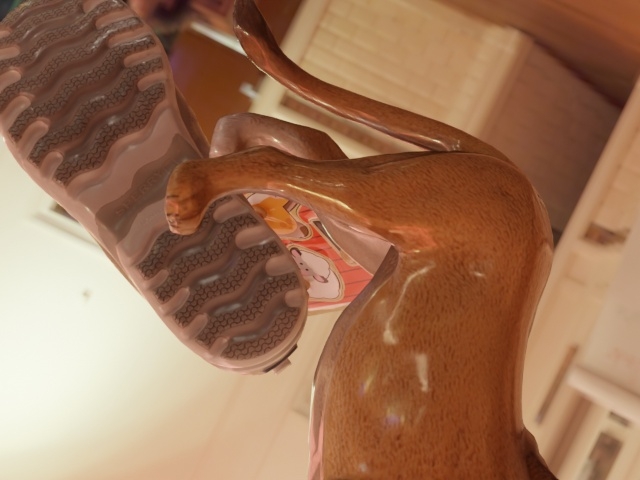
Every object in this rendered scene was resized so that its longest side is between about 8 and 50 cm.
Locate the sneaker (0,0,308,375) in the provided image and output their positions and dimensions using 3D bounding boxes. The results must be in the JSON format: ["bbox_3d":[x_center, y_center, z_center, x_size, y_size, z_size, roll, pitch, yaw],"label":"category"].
[{"bbox_3d":[-0.106,-0.028,0.839,0.281,0.105,0.115,57,172,21],"label":"sneaker"}]

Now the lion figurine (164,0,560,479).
[{"bbox_3d":[0.043,0.068,0.659,0.240,0.392,0.142,4,163,5],"label":"lion figurine"}]

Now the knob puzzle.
[{"bbox_3d":[0.000,0.000,1.102,0.213,0.030,0.213,14,144,10],"label":"knob puzzle"}]
